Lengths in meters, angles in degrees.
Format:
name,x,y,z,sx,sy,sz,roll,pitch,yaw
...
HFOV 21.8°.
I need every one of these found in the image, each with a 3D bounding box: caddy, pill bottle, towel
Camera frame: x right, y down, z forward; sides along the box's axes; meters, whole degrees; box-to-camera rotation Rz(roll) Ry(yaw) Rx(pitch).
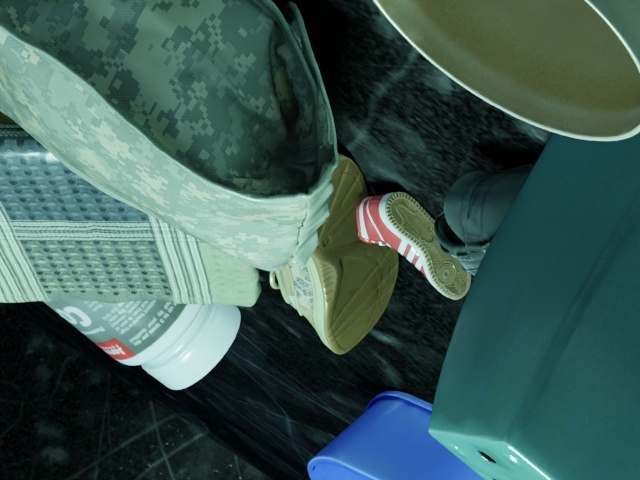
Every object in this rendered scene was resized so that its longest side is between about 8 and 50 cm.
name,x,y,z,sx,sy,sz,roll,pitch,yaw
caddy,0.148,0.317,2.006,0.341,0.179,0.241,19,134,48
pill bottle,-0.244,0.052,2.057,0.283,0.161,0.161,42,164,-24
towel,-0.218,-0.024,1.517,0.312,0.056,0.324,1,154,3

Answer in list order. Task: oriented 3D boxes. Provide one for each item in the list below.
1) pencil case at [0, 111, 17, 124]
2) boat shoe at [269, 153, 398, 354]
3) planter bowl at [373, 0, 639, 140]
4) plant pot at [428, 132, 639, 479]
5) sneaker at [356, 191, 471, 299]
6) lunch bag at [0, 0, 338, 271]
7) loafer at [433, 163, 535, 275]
name,x,y,z,sx,sy,sz,roll,pitch,yaw
pencil case,-0.321,-0.132,1.677,0.386,0.160,0.167,5,115,63
boat shoe,0.000,0.000,1.503,0.089,0.104,0.285,32,155,29
planter bowl,0.111,-0.139,0.780,0.162,0.109,0.162,33,166,9
plant pot,0.183,0.051,0.966,0.165,0.234,0.166,39,164,-16
sneaker,0.077,0.003,1.429,0.118,0.042,0.067,50,157,-23
lunch bag,-0.101,-0.105,1.244,0.287,0.169,0.235,39,165,4
loafer,0.126,-0.015,1.198,0.078,0.076,0.223,28,169,-1
